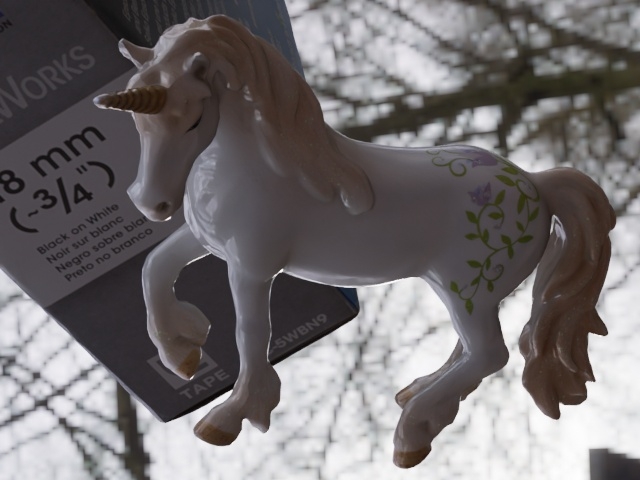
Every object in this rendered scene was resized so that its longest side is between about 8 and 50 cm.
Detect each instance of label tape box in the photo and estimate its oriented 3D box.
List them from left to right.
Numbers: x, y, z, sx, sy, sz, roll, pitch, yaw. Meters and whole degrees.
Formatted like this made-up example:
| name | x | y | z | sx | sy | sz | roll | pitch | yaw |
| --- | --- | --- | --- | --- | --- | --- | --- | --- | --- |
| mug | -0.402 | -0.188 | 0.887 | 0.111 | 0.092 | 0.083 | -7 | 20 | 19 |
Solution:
| name | x | y | z | sx | sy | sz | roll | pitch | yaw |
| --- | --- | --- | --- | --- | --- | --- | --- | --- | --- |
| label tape box | -0.125 | -0.122 | 0.744 | 0.333 | 0.106 | 0.240 | 50 | -163 | -38 |

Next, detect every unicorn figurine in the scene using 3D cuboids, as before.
| name | x | y | z | sx | sy | sz | roll | pitch | yaw |
| --- | --- | --- | --- | --- | --- | --- | --- | --- | --- |
| unicorn figurine | 0.000 | 0.000 | 0.455 | 0.162 | 0.060 | 0.111 | -3 | -56 | -30 |
